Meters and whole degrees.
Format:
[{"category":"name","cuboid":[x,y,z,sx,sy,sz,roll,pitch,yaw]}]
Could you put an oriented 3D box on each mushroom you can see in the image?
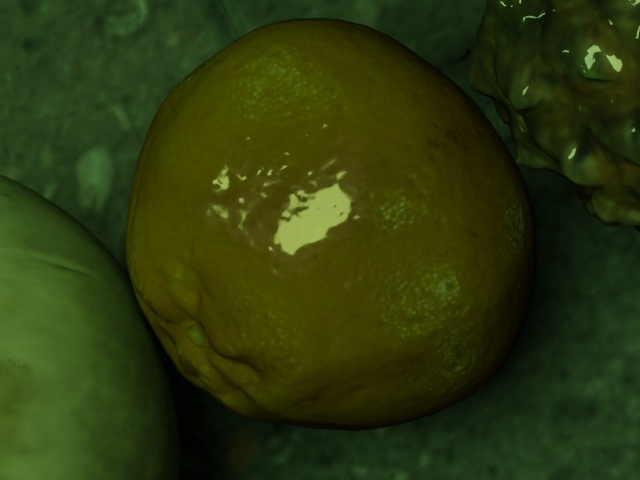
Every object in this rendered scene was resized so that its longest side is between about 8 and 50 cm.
[{"category":"mushroom","cuboid":[-0.185,0.094,0.703,0.254,0.234,0.260,7,87,49]}]

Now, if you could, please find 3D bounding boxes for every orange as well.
[{"category":"orange","cuboid":[0.000,0.000,0.697,0.159,0.159,0.136,36,59,26]}]

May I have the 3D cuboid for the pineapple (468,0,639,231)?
[{"category":"pineapple","cuboid":[0.218,-0.008,0.612,0.340,0.169,0.169,39,96,17]}]
